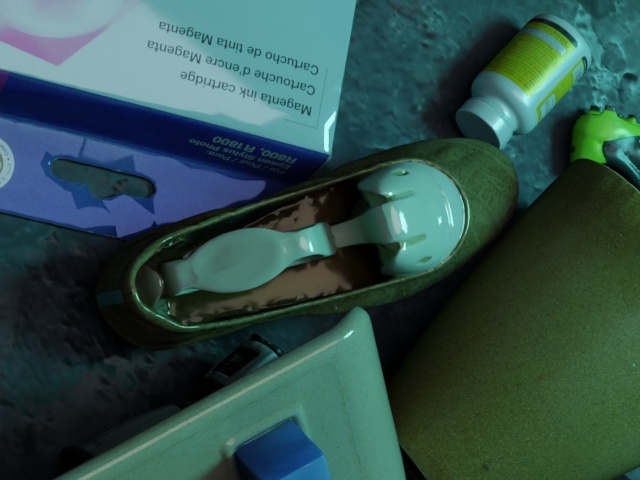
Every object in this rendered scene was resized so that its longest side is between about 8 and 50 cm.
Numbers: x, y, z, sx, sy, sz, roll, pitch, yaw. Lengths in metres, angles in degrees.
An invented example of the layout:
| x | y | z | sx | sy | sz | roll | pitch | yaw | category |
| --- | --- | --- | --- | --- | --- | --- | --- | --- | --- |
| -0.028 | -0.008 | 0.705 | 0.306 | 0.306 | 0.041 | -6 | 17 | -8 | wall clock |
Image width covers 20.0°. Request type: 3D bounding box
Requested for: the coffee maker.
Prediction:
| x | y | z | sx | sy | sz | roll | pitch | yaw | category |
| --- | --- | --- | --- | --- | --- | --- | --- | --- | --- |
| -0.081 | 0.183 | 1.352 | 0.178 | 0.120 | 0.171 | -29 | 128 | -22 | coffee maker |

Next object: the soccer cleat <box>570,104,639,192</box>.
| x | y | z | sx | sy | sz | roll | pitch | yaw | category |
| --- | --- | --- | --- | --- | --- | --- | --- | --- | --- |
| 0.295 | -0.062 | 1.559 | 0.179 | 0.060 | 0.072 | 15 | 88 | -14 | soccer cleat |

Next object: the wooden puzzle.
| x | y | z | sx | sy | sz | roll | pitch | yaw | category |
| --- | --- | --- | --- | --- | --- | --- | --- | --- | --- |
| -0.063 | 0.254 | 1.267 | 0.348 | 0.080 | 0.322 | -31 | 130 | -21 | wooden puzzle |

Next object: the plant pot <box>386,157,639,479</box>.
| x | y | z | sx | sy | sz | roll | pitch | yaw | category |
| --- | --- | --- | --- | --- | --- | --- | --- | --- | --- |
| 0.172 | 0.103 | 1.413 | 0.254 | 0.237 | 0.237 | -36 | 98 | -6 | plant pot |

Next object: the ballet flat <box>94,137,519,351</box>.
| x | y | z | sx | sy | sz | roll | pitch | yaw | category |
| --- | --- | --- | --- | --- | --- | --- | --- | --- | --- |
| 0.000 | 0.000 | 1.349 | 0.342 | 0.124 | 0.116 | -14 | 88 | -10 | ballet flat |

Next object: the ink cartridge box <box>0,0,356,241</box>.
| x | y | z | sx | sy | sz | roll | pitch | yaw | category |
| --- | --- | --- | --- | --- | --- | --- | --- | --- | --- |
| -0.135 | -0.167 | 1.382 | 0.324 | 0.071 | 0.330 | 13 | 78 | -21 | ink cartridge box |

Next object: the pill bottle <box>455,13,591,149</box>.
| x | y | z | sx | sy | sz | roll | pitch | yaw | category |
| --- | --- | --- | --- | --- | --- | --- | --- | --- | --- |
| 0.166 | -0.128 | 1.503 | 0.065 | 0.065 | 0.116 | 48 | 69 | -11 | pill bottle |
